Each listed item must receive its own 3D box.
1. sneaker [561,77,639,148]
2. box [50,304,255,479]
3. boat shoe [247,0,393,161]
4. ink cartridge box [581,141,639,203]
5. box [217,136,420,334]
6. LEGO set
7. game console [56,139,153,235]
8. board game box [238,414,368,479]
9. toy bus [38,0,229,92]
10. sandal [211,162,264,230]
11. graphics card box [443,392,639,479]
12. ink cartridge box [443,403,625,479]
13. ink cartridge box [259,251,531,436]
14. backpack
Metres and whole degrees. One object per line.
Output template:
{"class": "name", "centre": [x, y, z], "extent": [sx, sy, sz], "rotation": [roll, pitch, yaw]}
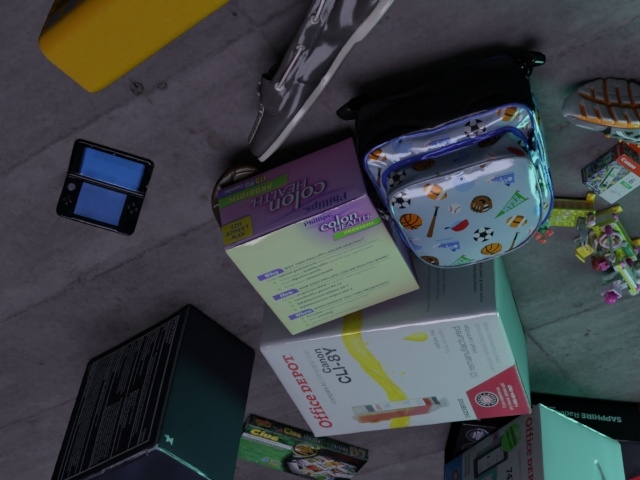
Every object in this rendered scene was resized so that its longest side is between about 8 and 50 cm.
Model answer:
{"class": "sneaker", "centre": [0.423, -0.155, 1.344], "extent": [0.215, 0.084, 0.083], "rotation": [6, 142, 0]}
{"class": "box", "centre": [-0.289, 0.321, 1.792], "extent": [0.294, 0.296, 0.183], "rotation": [-30, 126, 33]}
{"class": "boat shoe", "centre": [-0.016, -0.242, 1.299], "extent": [0.095, 0.112, 0.335], "rotation": [37, 126, -6]}
{"class": "ink cartridge box", "centre": [0.430, -0.104, 1.434], "extent": [0.063, 0.029, 0.115], "rotation": [30, 133, -23]}
{"class": "box", "centre": [0.000, 0.000, 1.490], "extent": [0.214, 0.117, 0.243], "rotation": [-21, 140, 11]}
{"class": "LEGO set", "centre": [0.382, 0.010, 1.507], "extent": [0.287, 0.107, 0.132], "rotation": [28, 133, -21]}
{"class": "game console", "centre": [-0.325, -0.077, 1.536], "extent": [0.122, 0.107, 0.071], "rotation": [17, 165, -10]}
{"class": "board game box", "centre": [-0.047, 0.433, 2.081], "extent": [0.260, 0.030, 0.136], "rotation": [20, 138, -14]}
{"class": "toy bus", "centre": [-0.183, -0.315, 1.211], "extent": [0.333, 0.130, 0.108], "rotation": [-27, 128, 31]}
{"class": "sandal", "centre": [-0.115, -0.049, 1.547], "extent": [0.090, 0.060, 0.219], "rotation": [-12, 146, -1]}
{"class": "graphics card box", "centre": [0.429, 0.389, 1.924], "extent": [0.371, 0.094, 0.232], "rotation": [7, 138, 1]}
{"class": "ink cartridge box", "centre": [0.372, 0.456, 1.789], "extent": [0.197, 0.198, 0.270], "rotation": [28, 132, -19]}
{"class": "ink cartridge box", "centre": [0.128, 0.170, 1.674], "extent": [0.385, 0.160, 0.279], "rotation": [-10, 135, 17]}
{"class": "backpack", "centre": [0.194, -0.087, 1.367], "extent": [0.277, 0.213, 0.263], "rotation": [-13, 144, 17]}
